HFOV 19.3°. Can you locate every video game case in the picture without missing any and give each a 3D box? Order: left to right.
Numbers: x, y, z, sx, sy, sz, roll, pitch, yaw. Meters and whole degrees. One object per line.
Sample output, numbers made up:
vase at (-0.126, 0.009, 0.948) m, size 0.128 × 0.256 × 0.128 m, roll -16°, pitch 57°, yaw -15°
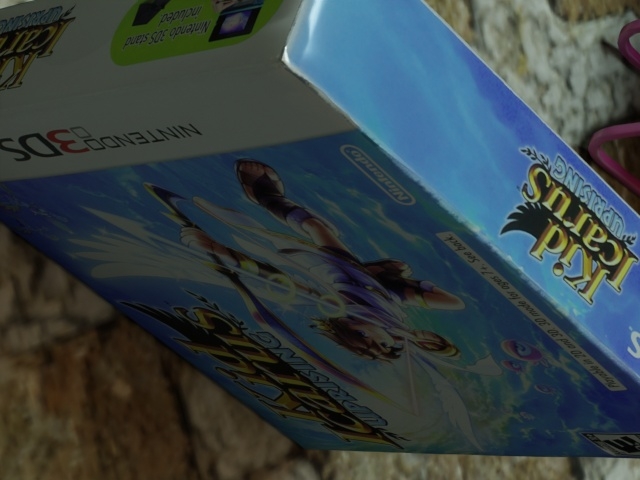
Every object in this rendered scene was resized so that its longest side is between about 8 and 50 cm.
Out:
video game case at (0.000, 0.000, 0.738) m, size 0.269 × 0.244 × 0.061 m, roll 40°, pitch 62°, yaw -33°

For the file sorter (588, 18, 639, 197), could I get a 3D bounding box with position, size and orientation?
file sorter at (0.295, -0.144, 1.068) m, size 0.202 × 0.182 × 0.291 m, roll 33°, pitch 66°, yaw -38°
